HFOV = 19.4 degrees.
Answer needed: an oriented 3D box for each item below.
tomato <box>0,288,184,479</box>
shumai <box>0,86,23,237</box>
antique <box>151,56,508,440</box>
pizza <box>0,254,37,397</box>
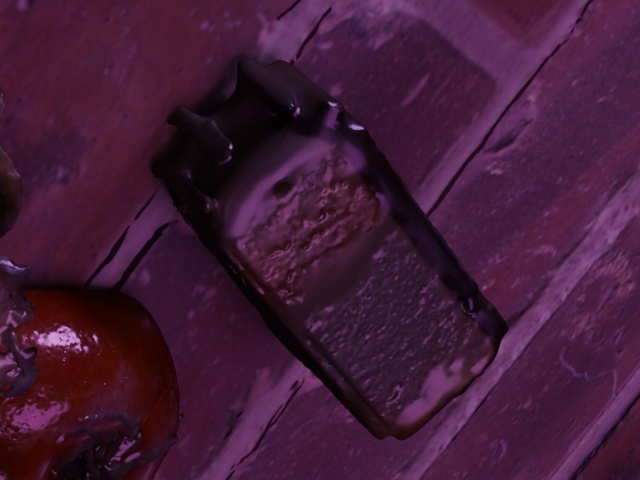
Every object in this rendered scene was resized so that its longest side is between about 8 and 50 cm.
[{"bbox_3d":[-0.184,0.136,1.222,0.236,0.095,0.237,-28,140,-28],"label":"tomato"},{"bbox_3d":[-0.239,-0.079,0.950,0.201,0.201,0.120,69,26,-52],"label":"shumai"},{"bbox_3d":[0.000,0.000,1.271,0.125,0.150,0.284,-43,136,-7],"label":"antique"},{"bbox_3d":[-0.338,-0.013,0.783,0.434,0.080,0.392,-20,137,-23],"label":"pizza"}]
